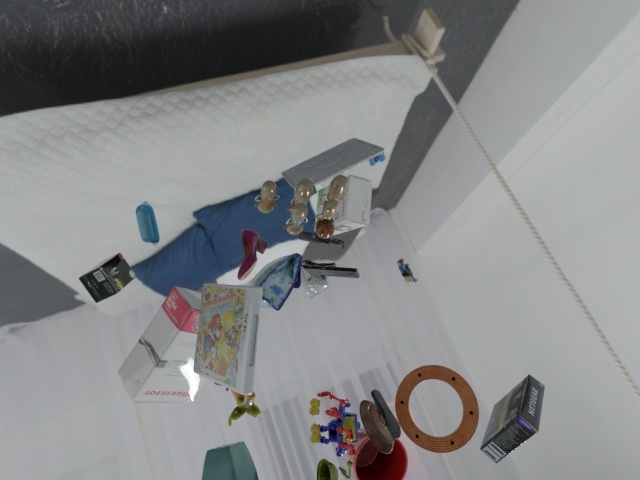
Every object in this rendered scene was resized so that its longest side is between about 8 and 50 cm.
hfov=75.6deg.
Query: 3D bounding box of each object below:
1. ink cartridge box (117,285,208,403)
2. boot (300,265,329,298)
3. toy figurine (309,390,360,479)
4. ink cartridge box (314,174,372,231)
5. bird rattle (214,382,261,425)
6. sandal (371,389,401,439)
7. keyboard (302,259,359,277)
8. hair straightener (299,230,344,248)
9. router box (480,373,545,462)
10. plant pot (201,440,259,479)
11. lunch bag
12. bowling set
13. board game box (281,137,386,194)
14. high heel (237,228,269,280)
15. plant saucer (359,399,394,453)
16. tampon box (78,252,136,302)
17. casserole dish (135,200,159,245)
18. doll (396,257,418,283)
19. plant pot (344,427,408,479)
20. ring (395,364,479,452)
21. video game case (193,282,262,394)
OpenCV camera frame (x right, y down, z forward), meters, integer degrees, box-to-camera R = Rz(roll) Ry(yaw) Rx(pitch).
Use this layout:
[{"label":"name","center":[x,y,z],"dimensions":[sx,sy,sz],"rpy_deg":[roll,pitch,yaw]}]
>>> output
[{"label":"ink cartridge box","center":[-0.366,0.284,1.106],"dimensions":[0.282,0.117,0.207],"rpy_deg":[-55,143,3]},{"label":"boot","center":[-0.035,0.154,1.701],"dimensions":[0.124,0.095,0.258],"rpy_deg":[-17,148,1]},{"label":"toy figurine","center":[0.103,0.751,1.563],"dimensions":[0.192,0.361,0.217],"rpy_deg":[-14,163,38]},{"label":"ink cartridge box","center":[0.093,-0.146,1.779],"dimensions":[0.115,0.198,0.273],"rpy_deg":[12,166,-27]},{"label":"bird rattle","center":[-0.315,0.576,1.625],"dimensions":[0.143,0.253,0.206],"rpy_deg":[-4,143,-32]},{"label":"sandal","center":[0.217,0.596,1.407],"dimensions":[0.040,0.179,0.067],"rpy_deg":[-47,134,16]},{"label":"keyboard","center":[0.025,0.138,2.033],"dimensions":[0.318,0.033,0.201],"rpy_deg":[2,160,15]},{"label":"hair straightener","center":[0.000,0.000,1.675],"dimensions":[0.231,0.047,0.089],"rpy_deg":[17,-175,37]},{"label":"router box","center":[0.779,0.711,1.664],"dimensions":[0.309,0.081,0.242],"rpy_deg":[-25,150,-54]},{"label":"plant pot","center":[-0.340,0.890,1.538],"dimensions":[0.166,0.234,0.166],"rpy_deg":[-20,159,18]},{"label":"lunch bag","center":[-0.112,0.100,1.065],"dimensions":[0.151,0.096,0.129],"rpy_deg":[-59,-163,-19]},{"label":"bowling set","center":[-0.038,-0.068,1.200],"dimensions":[0.288,0.199,0.154],"rpy_deg":[-5,152,-18]},{"label":"board game box","center":[0.043,-0.321,1.791],"dimensions":[0.391,0.050,0.390],"rpy_deg":[-27,-155,-5]},{"label":"high heel","center":[-0.431,0.077,2.313],"dimensions":[0.127,0.182,0.377],"rpy_deg":[-57,-175,30]},{"label":"plant saucer","center":[0.215,0.680,1.524],"dimensions":[0.036,0.198,0.198],"rpy_deg":[-15,159,-27]},{"label":"tampon box","center":[-0.823,0.142,1.606],"dimensions":[0.102,0.120,0.161],"rpy_deg":[-23,-163,11]},{"label":"casserole dish","center":[-0.717,-0.066,1.706],"dimensions":[0.037,0.188,0.114],"rpy_deg":[-13,180,4]},{"label":"doll","center":[0.393,0.147,1.875],"dimensions":[0.046,0.129,0.189],"rpy_deg":[-44,-170,16]},{"label":"plant pot","center":[0.246,1.045,2.011],"dimensions":[0.275,0.274,0.243],"rpy_deg":[-15,177,-19]},{"label":"ring","center":[0.472,0.684,1.691],"dimensions":[0.337,0.336,0.032],"rpy_deg":[-28,152,16]},{"label":"video game case","center":[-0.203,0.197,0.878],"dimensions":[0.026,0.206,0.227],"rpy_deg":[11,170,-40]}]
